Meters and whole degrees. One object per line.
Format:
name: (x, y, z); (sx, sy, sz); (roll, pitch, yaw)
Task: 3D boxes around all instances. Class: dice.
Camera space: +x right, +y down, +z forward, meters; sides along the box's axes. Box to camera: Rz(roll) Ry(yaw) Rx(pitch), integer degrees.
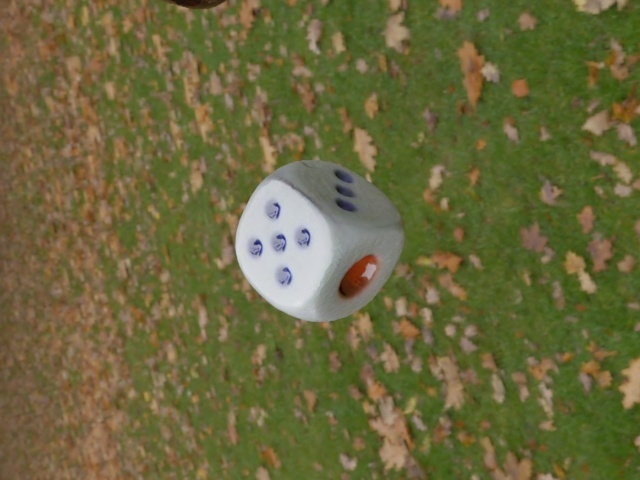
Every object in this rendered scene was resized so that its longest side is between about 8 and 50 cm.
dice: (0.000, 0.000, 1.431); (0.192, 0.193, 0.194); (42, 121, 31)

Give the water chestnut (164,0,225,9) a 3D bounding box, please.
water chestnut: (-0.240, -0.540, 1.710); (0.238, 0.224, 0.223); (-41, 65, 50)
